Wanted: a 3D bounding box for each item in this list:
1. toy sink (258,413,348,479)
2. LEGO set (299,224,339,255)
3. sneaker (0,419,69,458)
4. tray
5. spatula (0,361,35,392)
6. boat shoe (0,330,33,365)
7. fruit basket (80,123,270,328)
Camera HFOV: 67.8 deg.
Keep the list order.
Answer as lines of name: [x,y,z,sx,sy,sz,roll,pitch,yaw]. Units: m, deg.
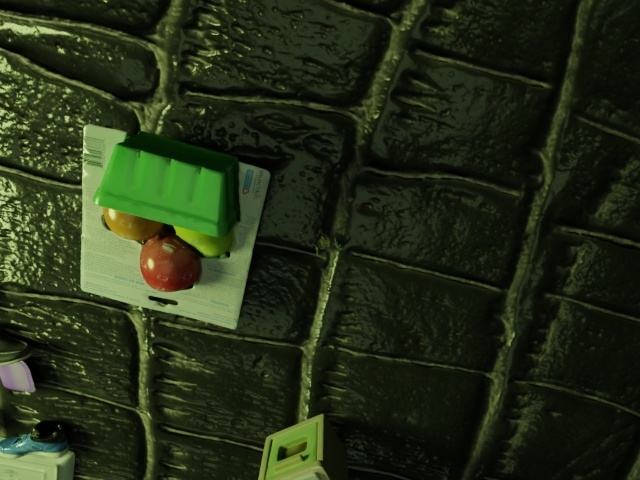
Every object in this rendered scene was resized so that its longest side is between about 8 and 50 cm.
toy sink: [-0.036,0.496,0.980,0.152,0.234,0.131,-25,105,9]
LEGO set: [0.000,-0.003,0.945,0.083,0.023,0.054,42,101,3]
sneaker: [-0.647,0.440,1.067,0.152,0.058,0.085,6,112,-5]
tray: [-0.717,0.534,1.113,0.270,0.030,0.145,12,107,-2]
spatula: [-0.766,0.300,1.044,0.296,0.030,0.084,-5,105,3]
boat shoe: [-0.707,0.210,0.994,0.205,0.075,0.065,8,110,4]
fruit basket: [-0.283,-0.014,0.900,0.326,0.165,0.353,14,122,-2]
